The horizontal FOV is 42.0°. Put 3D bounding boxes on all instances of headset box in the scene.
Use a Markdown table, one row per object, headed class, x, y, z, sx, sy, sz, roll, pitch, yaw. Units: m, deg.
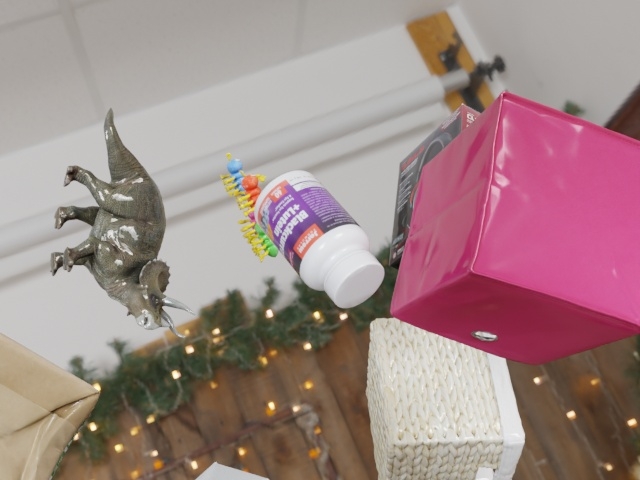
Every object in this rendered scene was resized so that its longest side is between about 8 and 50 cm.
| class | x | y | z | sx | sy | sz | roll | pitch | yaw |
| --- | --- | --- | --- | --- | --- | --- | --- | --- | --- |
| headset box | 0.242 | -0.097 | 1.585 | 0.110 | 0.293 | 0.218 | 24 | -37 | -19 |

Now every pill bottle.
| class | x | y | z | sx | sy | sz | roll | pitch | yaw |
| --- | --- | --- | --- | --- | --- | --- | --- | --- | --- |
| pill bottle | 0.000 | 0.000 | 1.142 | 0.108 | 0.193 | 0.108 | -25 | -38 | -21 |

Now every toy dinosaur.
| class | x | y | z | sx | sy | sz | roll | pitch | yaw |
| --- | --- | --- | --- | --- | --- | --- | --- | --- | --- |
| toy dinosaur | -0.271 | -0.017 | 1.129 | 0.160 | 0.314 | 0.121 | 7 | -24 | -30 |

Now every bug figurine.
| class | x | y | z | sx | sy | sz | roll | pitch | yaw |
| --- | --- | --- | --- | --- | --- | --- | --- | --- | --- |
| bug figurine | -0.151 | -0.075 | 1.836 | 0.072 | 0.216 | 0.279 | -21 | 20 | -9 |

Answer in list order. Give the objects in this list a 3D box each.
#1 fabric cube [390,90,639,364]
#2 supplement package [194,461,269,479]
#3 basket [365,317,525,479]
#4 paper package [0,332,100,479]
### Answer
| class | x | y | z | sx | sy | sz | roll | pitch | yaw |
| --- | --- | --- | --- | --- | --- | --- | --- | --- | --- |
| fabric cube | 0.277 | 0.000 | 1.129 | 0.254 | 0.259 | 0.258 | 19 | -21 | -11 |
| supplement package | -0.077 | 0.364 | 0.868 | 0.149 | 0.203 | 0.194 | -40 | 7 | -23 |
| basket | 0.247 | 0.366 | 1.751 | 0.266 | 0.331 | 0.328 | -4 | -42 | -3 |
| paper package | -0.447 | 0.178 | 0.887 | 0.309 | 0.168 | 0.325 | 36 | -33 | -23 |
